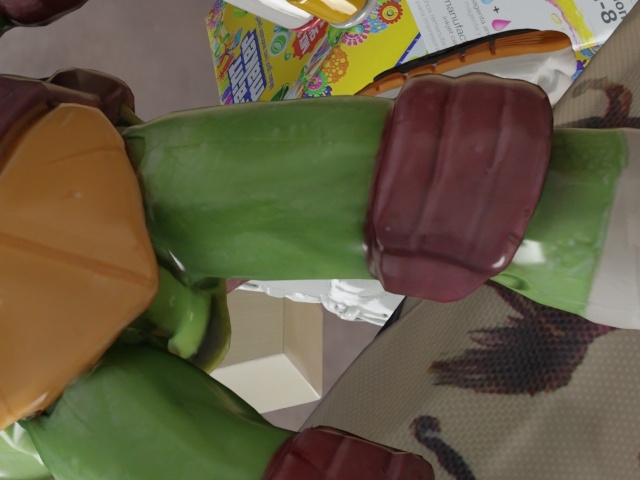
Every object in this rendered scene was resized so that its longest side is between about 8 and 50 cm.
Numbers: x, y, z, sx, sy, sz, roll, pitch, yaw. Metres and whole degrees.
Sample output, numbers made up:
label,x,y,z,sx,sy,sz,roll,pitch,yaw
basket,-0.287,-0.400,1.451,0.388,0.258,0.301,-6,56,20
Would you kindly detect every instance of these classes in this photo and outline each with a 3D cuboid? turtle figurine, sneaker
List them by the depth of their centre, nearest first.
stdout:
label,x,y,z,sx,sy,sz,roll,pitch,yaw
turtle figurine,-0.047,-0.013,0.308,0.266,0.198,0.274,17,128,11
sneaker,0.000,0.000,0.820,0.262,0.099,0.121,-18,98,12

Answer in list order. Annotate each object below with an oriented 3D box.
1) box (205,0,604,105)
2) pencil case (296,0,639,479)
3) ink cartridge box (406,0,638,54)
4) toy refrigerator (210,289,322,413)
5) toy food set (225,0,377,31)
label,x,y,z,sx,sy,sz,roll,pitch,yaw
box,0.068,-0.175,1.399,0.177,0.290,0.279,26,114,-23
pencil case,0.115,0.043,0.509,0.183,0.160,0.410,39,78,4
ink cartridge box,0.144,-0.184,1.053,0.176,0.127,0.128,-13,108,38
toy refrigerator,-0.135,0.112,1.674,0.269,0.102,0.094,-15,141,19
toy food set,0.006,-0.194,0.985,0.104,0.232,0.111,20,140,-40
